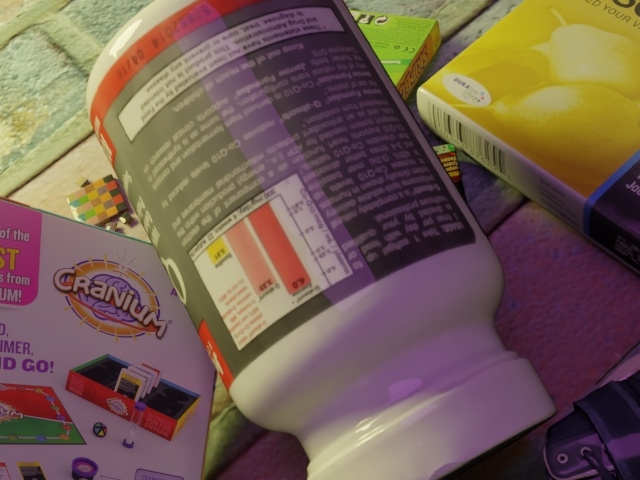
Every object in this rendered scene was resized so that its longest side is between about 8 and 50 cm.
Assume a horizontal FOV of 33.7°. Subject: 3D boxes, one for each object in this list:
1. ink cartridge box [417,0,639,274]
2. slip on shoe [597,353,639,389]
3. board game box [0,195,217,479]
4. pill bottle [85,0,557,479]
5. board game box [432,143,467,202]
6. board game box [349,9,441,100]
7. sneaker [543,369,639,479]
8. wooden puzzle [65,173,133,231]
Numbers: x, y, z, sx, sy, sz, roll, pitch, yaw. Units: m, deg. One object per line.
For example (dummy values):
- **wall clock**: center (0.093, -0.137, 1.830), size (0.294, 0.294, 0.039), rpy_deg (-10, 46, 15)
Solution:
- **ink cartridge box**: center (0.296, -0.131, 0.898), size (0.307, 0.072, 0.303), rpy_deg (-43, 56, -13)
- **slip on shoe**: center (0.251, 0.103, 0.760), size (0.135, 0.051, 0.041), rpy_deg (-28, 47, -14)
- **board game box**: center (-0.198, 0.136, 0.743), size (0.242, 0.064, 0.316), rpy_deg (19, 60, -23)
- **pill bottle**: center (-0.001, 0.004, 0.745), size (0.210, 0.210, 0.363), rpy_deg (-28, 74, -5)
- **board game box**: center (0.000, 0.000, 0.910), size (0.259, 0.030, 0.136), rpy_deg (-12, 56, 7)
- **board game box**: center (0.003, -0.119, 0.963), size (0.124, 0.039, 0.259), rpy_deg (13, 51, 27)
- **sneaker**: center (0.233, 0.151, 0.639), size (0.163, 0.086, 0.226), rpy_deg (-28, 26, 0)
- **wooden puzzle**: center (-0.211, -0.034, 1.001), size (0.049, 0.006, 0.083), rpy_deg (-28, 54, -5)
